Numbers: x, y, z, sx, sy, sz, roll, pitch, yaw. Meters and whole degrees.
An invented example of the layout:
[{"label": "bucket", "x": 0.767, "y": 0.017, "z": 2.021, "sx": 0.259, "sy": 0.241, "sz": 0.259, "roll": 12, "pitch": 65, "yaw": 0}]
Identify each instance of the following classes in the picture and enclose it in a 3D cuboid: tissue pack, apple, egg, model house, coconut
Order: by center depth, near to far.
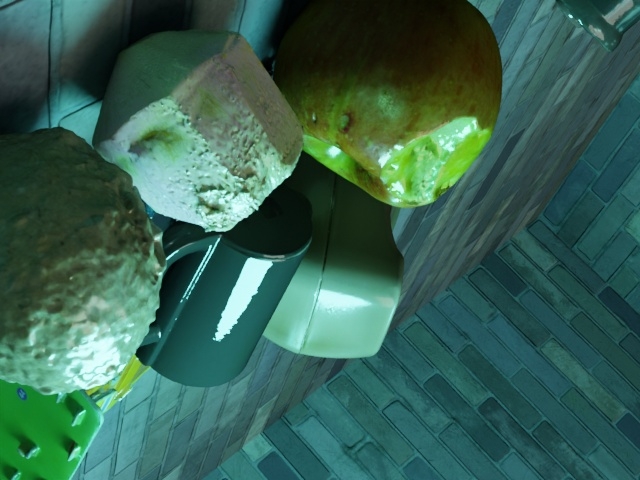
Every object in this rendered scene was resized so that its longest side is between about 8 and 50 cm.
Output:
[{"label": "egg", "x": -0.318, "y": 0.026, "z": 1.221, "sx": 0.279, "sy": 0.310, "sz": 0.279, "roll": -14, "pitch": -172, "yaw": 2}, {"label": "coconut", "x": -0.159, "y": -0.150, "z": 1.319, "sx": 0.233, "sy": 0.245, "sz": 0.233, "roll": -31, "pitch": -154, "yaw": 17}, {"label": "apple", "x": 0.105, "y": -0.231, "z": 1.537, "sx": 0.339, "sy": 0.339, "sz": 0.339, "roll": -40, "pitch": 163, "yaw": -14}, {"label": "model house", "x": -0.392, "y": 0.247, "z": 1.743, "sx": 0.312, "sy": 0.242, "sz": 0.358, "roll": -29, "pitch": 157, "yaw": -50}, {"label": "tissue pack", "x": 0.000, "y": 0.000, "z": 1.840, "sx": 0.267, "sy": 0.276, "sz": 0.387, "roll": 111, "pitch": -11, "yaw": -47}]

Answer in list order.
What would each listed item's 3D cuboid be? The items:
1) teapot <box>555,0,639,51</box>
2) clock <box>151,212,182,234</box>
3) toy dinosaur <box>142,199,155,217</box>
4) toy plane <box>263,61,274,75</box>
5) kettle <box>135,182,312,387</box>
[{"label": "teapot", "x": 0.603, "y": -0.579, "z": 2.050, "sx": 0.362, "sy": 0.306, "sz": 0.376, "roll": -43, "pitch": 137, "yaw": 23}, {"label": "clock", "x": -0.258, "y": -0.004, "z": 1.692, "sx": 0.227, "sy": 0.090, "sz": 0.248, "roll": -40, "pitch": 165, "yaw": -13}, {"label": "toy dinosaur", "x": -0.290, "y": -0.039, "z": 1.439, "sx": 0.363, "sy": 0.147, "sz": 0.076, "roll": -45, "pitch": 167, "yaw": -29}, {"label": "toy plane", "x": -0.085, "y": -0.209, "z": 1.640, "sx": 0.189, "sy": 0.061, "sz": 0.130, "roll": 3, "pitch": 101, "yaw": -73}, {"label": "kettle", "x": -0.176, "y": 0.051, "z": 1.574, "sx": 0.262, "sy": 0.203, "sz": 0.308, "roll": 8, "pitch": 136, "yaw": -25}]
